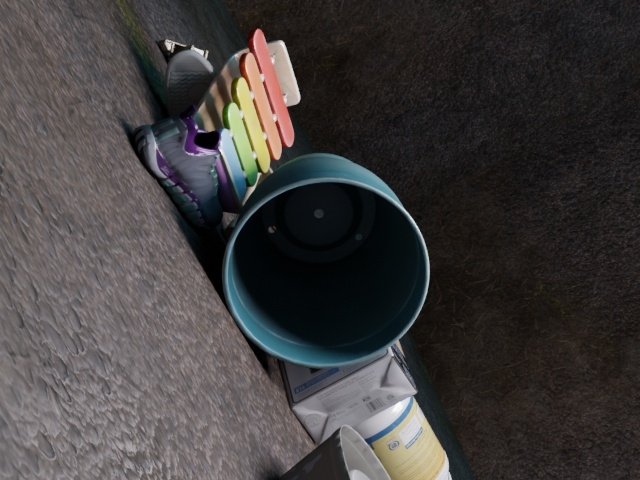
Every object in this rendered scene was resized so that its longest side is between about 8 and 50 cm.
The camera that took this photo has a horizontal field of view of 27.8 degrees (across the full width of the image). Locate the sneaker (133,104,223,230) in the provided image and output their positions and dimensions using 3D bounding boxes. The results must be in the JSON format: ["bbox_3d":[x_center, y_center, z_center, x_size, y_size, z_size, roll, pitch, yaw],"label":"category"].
[{"bbox_3d":[-0.158,-0.091,1.717,0.083,0.098,0.223,67,7,33],"label":"sneaker"}]

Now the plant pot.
[{"bbox_3d":[0.000,0.000,1.803,0.271,0.272,0.255,61,8,-21],"label":"plant pot"}]

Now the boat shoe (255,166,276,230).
[{"bbox_3d":[-0.089,-0.088,2.457,0.178,0.064,0.060,58,9,-17],"label":"boat shoe"}]

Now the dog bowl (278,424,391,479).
[{"bbox_3d":[0.061,0.388,1.472,0.348,0.102,0.349,62,5,-10],"label":"dog bowl"}]

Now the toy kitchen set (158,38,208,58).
[{"bbox_3d":[-0.249,-0.301,2.229,0.068,0.075,0.083,15,-5,-31],"label":"toy kitchen set"}]

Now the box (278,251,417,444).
[{"bbox_3d":[0.020,0.143,1.903,0.087,0.169,0.290,56,10,-34],"label":"box"}]

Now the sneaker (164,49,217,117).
[{"bbox_3d":[-0.183,-0.213,2.051,0.151,0.094,0.256,-102,172,-53],"label":"sneaker"}]

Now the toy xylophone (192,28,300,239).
[{"bbox_3d":[-0.111,-0.151,1.930,0.236,0.081,0.322,68,29,-42],"label":"toy xylophone"}]

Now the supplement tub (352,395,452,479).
[{"bbox_3d":[0.105,0.318,1.941,0.199,0.144,0.144,61,6,-19],"label":"supplement tub"}]
